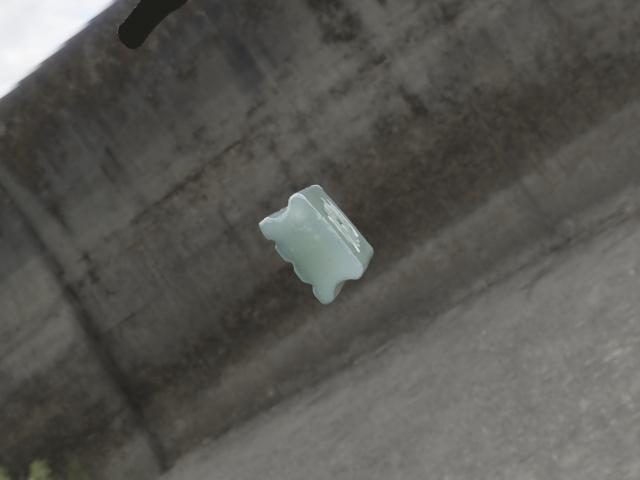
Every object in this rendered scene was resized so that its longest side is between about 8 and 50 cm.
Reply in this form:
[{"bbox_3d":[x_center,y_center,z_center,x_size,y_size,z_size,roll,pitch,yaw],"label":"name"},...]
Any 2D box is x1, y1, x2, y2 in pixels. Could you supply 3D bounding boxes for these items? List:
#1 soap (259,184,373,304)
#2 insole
[{"bbox_3d":[0.000,0.000,1.322,0.066,0.119,0.198,-39,1,8],"label":"soap"},{"bbox_3d":[-0.180,-0.262,1.257,0.135,0.045,0.002,-42,5,29],"label":"insole"}]
